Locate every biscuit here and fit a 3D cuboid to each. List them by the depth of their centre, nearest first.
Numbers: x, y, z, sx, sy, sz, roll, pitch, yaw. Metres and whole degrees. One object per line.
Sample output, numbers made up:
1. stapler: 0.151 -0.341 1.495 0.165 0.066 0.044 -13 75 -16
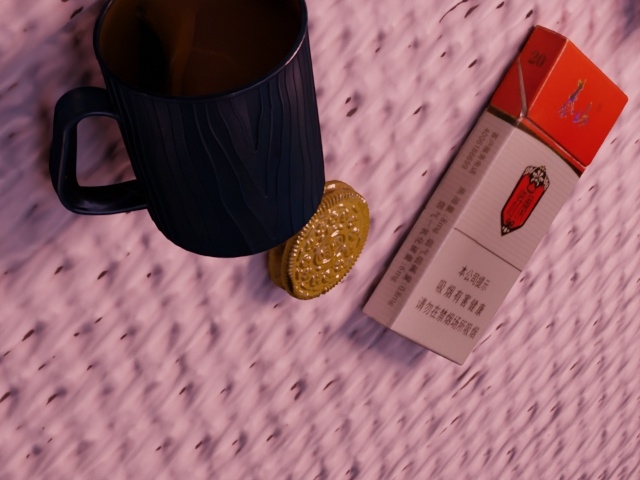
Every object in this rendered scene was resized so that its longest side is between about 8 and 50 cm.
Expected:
1. biscuit: 0.000 0.000 1.332 0.084 0.023 0.084 -34 142 -32

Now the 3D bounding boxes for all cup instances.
1. cup: -0.073 -0.073 1.114 0.138 0.150 0.113 80 17 -49

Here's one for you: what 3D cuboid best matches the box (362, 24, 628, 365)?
1. box: 0.132 -0.029 1.475 0.245 0.035 0.139 -57 148 1
